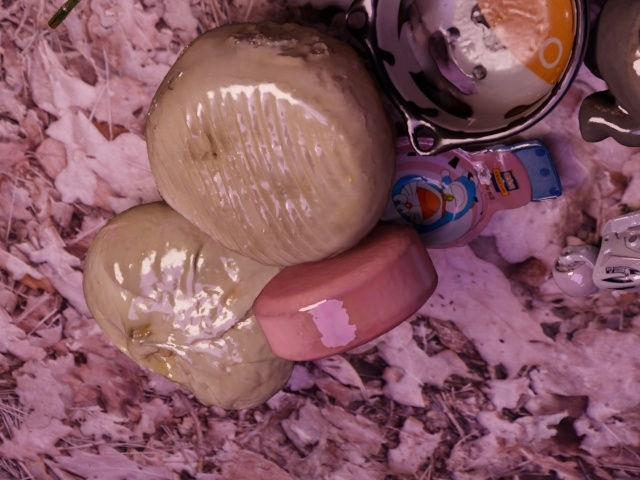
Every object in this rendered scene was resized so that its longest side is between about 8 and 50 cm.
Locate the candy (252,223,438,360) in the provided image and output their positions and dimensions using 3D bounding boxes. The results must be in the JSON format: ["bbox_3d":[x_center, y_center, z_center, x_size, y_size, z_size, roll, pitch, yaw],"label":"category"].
[{"bbox_3d":[0.032,0.065,1.700,0.255,0.255,0.094,-18,105,30],"label":"candy"}]

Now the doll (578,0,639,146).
[{"bbox_3d":[0.479,-0.186,1.431,0.382,0.252,0.378,-28,113,41],"label":"doll"}]

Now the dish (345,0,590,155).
[{"bbox_3d":[0.195,-0.252,1.524,0.303,0.120,0.303,6,103,29],"label":"dish"}]

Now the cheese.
[{"bbox_3d":[0.178,-0.069,1.733,0.286,0.074,0.189,-10,123,26],"label":"cheese"}]

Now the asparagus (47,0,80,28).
[{"bbox_3d":[-0.330,-0.327,1.754,0.018,0.015,0.127,38,130,-23],"label":"asparagus"}]

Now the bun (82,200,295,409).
[{"bbox_3d":[-0.185,0.104,1.907,0.361,0.213,0.361,11,131,13],"label":"bun"}]

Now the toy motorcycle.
[{"bbox_3d":[0.419,0.024,1.697,0.254,0.112,0.112,-20,118,32],"label":"toy motorcycle"}]

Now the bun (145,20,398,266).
[{"bbox_3d":[-0.048,-0.130,1.644,0.326,0.234,0.362,50,139,-6],"label":"bun"}]
